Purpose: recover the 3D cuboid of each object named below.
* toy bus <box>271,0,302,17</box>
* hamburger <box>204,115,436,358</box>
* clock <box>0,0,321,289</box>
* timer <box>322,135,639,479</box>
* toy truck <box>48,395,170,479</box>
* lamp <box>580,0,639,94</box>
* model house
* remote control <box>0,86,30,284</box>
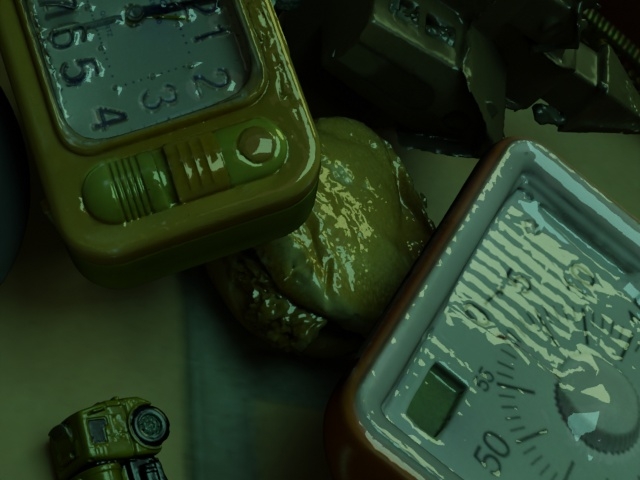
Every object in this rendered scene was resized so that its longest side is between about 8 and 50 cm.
[{"bbox_3d":[-0.077,-0.112,1.021,0.089,0.087,0.194,31,50,-5],"label":"toy bus"},{"bbox_3d":[0.000,0.000,1.010,0.147,0.083,0.138,-18,71,-43],"label":"hamburger"},{"bbox_3d":[-0.089,-0.089,0.892,0.143,0.096,0.202,-19,76,-4],"label":"clock"},{"bbox_3d":[0.129,0.100,0.964,0.250,0.161,0.257,49,46,-15],"label":"timer"},{"bbox_3d":[-0.104,0.122,0.882,0.054,0.049,0.083,-5,68,-36],"label":"toy truck"},{"bbox_3d":[0.246,-0.209,1.259,0.274,0.177,0.177,39,48,-11],"label":"lamp"},{"bbox_3d":[0.119,-0.113,1.091,0.248,0.181,0.176,28,46,-22],"label":"model house"},{"bbox_3d":[-0.267,-0.007,0.806,0.221,0.103,0.332,41,46,-12],"label":"remote control"}]
